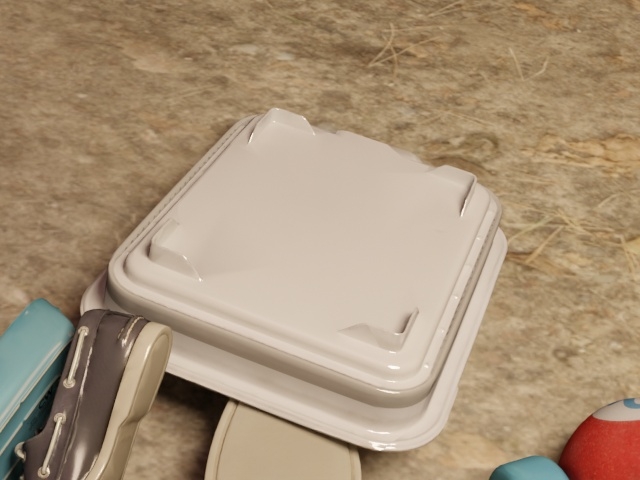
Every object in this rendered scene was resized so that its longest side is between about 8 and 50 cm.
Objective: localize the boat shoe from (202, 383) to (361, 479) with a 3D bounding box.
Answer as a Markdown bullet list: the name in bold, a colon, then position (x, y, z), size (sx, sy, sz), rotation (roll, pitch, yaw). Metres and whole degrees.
- **boat shoe**: position (-0.027, 0.233, 0.683), size (0.112, 0.095, 0.335), rotation (5, 44, -11)

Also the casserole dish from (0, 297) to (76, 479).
- **casserole dish**: position (-0.214, 0.125, 0.707), size (0.037, 0.114, 0.188), rotation (22, 50, 8)

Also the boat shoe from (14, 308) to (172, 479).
- **boat shoe**: position (-0.166, 0.143, 0.697), size (0.065, 0.075, 0.206), rotation (21, 81, 11)

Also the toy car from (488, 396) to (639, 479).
- **toy car**: position (0.267, 0.163, 0.691), size (0.219, 0.238, 0.210), rotation (-11, 53, -20)

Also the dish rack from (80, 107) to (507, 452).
- **dish rack**: position (0.000, 0.000, 0.839), size (0.286, 0.072, 0.333), rotation (19, 36, 11)
